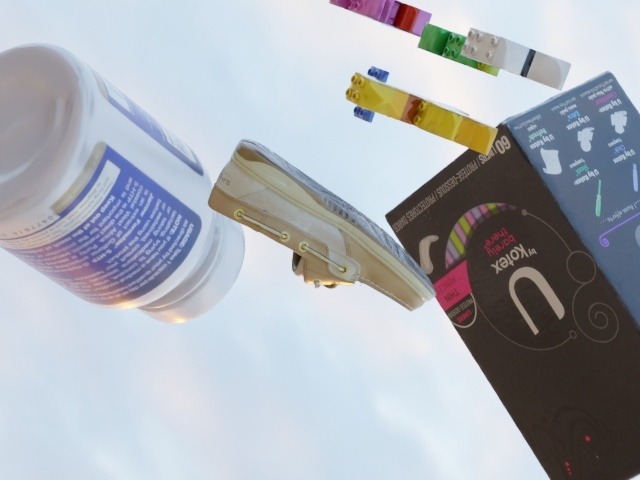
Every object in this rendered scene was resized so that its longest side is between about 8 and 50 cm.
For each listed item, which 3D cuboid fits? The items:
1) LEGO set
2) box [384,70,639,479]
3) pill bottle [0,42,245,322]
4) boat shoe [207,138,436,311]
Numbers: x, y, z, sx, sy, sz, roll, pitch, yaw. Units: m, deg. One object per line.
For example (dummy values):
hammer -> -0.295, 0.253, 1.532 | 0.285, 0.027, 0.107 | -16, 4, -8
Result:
LEGO set -> 0.057, -0.115, 1.323 | 0.227, 0.093, 0.087 | 30, -79, 59
box -> 0.204, 0.038, 1.486 | 0.270, 0.143, 0.165 | 57, -42, 7
pill bottle -> -0.126, -0.024, 1.137 | 0.112, 0.112, 0.186 | 27, -8, 39
boat shoe -> 0.000, 0.000, 1.041 | 0.135, 0.045, 0.050 | 36, 10, -15
